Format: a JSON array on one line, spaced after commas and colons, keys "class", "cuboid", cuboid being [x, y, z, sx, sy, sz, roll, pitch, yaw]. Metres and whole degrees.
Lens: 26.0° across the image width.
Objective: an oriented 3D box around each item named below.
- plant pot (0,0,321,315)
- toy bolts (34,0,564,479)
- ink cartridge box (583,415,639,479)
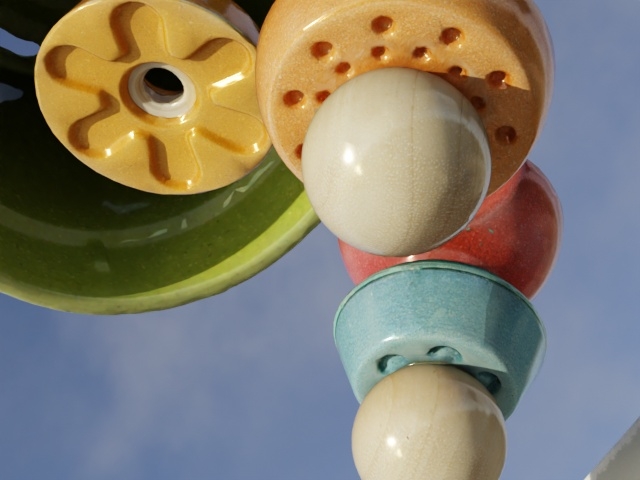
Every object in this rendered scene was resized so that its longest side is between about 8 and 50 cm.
[{"class": "plant pot", "cuboid": [-0.135, -0.135, 0.829, 0.276, 0.254, 0.276, -10, -60, -18]}, {"class": "toy bolts", "cuboid": [0.000, 0.000, 0.530, 0.218, 0.158, 0.228, -13, -51, 20]}, {"class": "ink cartridge box", "cuboid": [0.191, 0.209, 0.568, 0.296, 0.261, 0.066, -52, -29, 12]}]
